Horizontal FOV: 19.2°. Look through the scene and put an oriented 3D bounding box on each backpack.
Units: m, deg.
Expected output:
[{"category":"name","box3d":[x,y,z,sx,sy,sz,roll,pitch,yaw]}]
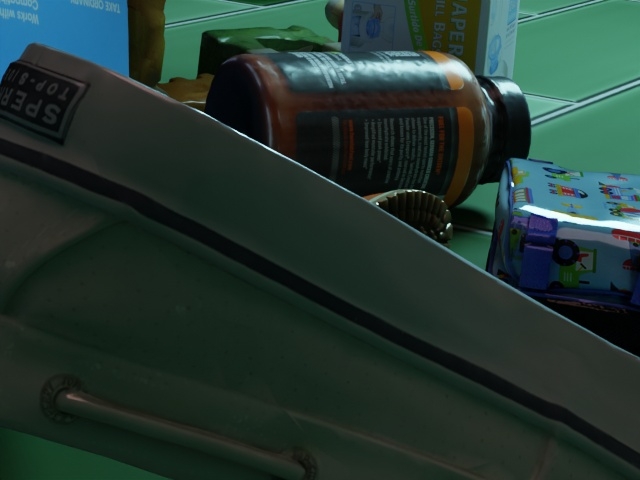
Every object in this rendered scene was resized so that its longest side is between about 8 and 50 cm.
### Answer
[{"category":"backpack","box3d":[0.156,0.038,0.833,0.173,0.117,0.158,9,17,7]}]

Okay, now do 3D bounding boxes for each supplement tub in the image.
[{"category":"supplement tub","box3d":[0.033,-0.067,1.192,0.198,0.106,0.106,-3,17,-26]}]

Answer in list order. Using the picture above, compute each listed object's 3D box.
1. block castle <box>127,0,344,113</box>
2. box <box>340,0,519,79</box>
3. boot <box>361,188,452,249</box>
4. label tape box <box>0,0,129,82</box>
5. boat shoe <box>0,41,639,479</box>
[{"category":"block castle","box3d":[-0.043,-0.244,1.448,0.453,0.303,0.213,-11,28,-43]},{"category":"box","box3d":[0.078,-0.151,1.320,0.103,0.203,0.114,9,16,15]},{"category":"boot","box3d":[0.000,0.000,1.038,0.158,0.059,0.084,-11,17,-40]},{"category":"label tape box","box3d":[-0.240,-0.146,1.172,0.333,0.106,0.240,25,11,23]},{"category":"boat shoe","box3d":[0.030,0.089,0.599,0.367,0.156,0.136,29,-4,-32]}]
